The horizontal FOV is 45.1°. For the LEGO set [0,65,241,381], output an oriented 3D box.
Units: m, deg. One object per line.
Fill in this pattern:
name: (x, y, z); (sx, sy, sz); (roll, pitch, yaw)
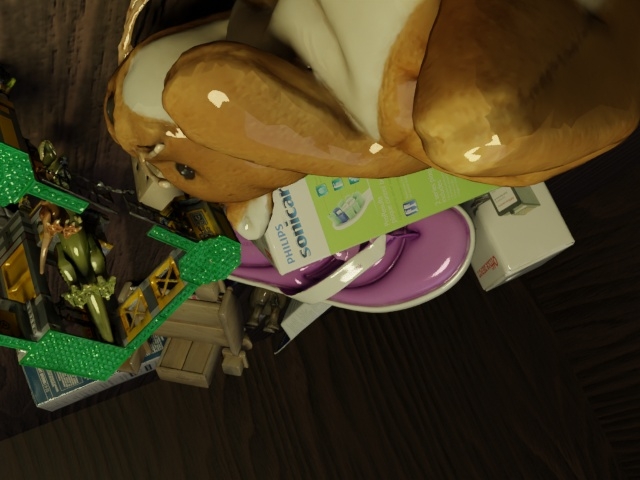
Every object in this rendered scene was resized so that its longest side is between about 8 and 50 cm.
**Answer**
LEGO set: (-0.253, -0.028, 0.690); (0.331, 0.192, 0.255); (16, 122, -44)

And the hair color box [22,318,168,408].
hair color box: (-0.448, 0.253, 1.681); (0.347, 0.105, 0.174); (-21, 169, -14)

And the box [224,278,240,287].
box: (-0.040, -0.009, 1.441); (0.201, 0.057, 0.293); (-14, 165, -41)

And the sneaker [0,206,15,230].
sneaker: (-0.354, -0.001, 0.838); (0.065, 0.061, 0.158); (-21, 169, 17)

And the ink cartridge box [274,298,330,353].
ink cartridge box: (-0.008, 0.089, 1.497); (0.224, 0.045, 0.223); (-44, -169, 25)

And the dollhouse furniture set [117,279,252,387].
dollhouse furniture set: (-0.278, 0.104, 1.436); (0.303, 0.173, 0.355); (7, 141, 11)

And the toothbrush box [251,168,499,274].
toothbrush box: (0.043, -0.084, 0.926); (0.283, 0.122, 0.206); (-21, -164, -11)

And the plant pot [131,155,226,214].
plant pot: (-0.138, -0.085, 0.798); (0.096, 0.109, 0.109); (0, 157, -32)

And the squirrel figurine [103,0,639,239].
squirrel figurine: (0.046, -0.128, 0.566); (0.397, 0.281, 0.370); (-10, 169, -42)

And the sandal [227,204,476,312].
sandal: (0.001, 0.016, 1.056); (0.416, 0.169, 0.102); (-1, 178, 24)

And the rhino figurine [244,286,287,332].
rhino figurine: (-0.113, 0.130, 1.562); (0.073, 0.106, 0.243); (14, 168, -8)

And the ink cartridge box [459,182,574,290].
ink cartridge box: (0.265, -0.074, 1.214); (0.115, 0.272, 0.198); (-24, 169, -3)
